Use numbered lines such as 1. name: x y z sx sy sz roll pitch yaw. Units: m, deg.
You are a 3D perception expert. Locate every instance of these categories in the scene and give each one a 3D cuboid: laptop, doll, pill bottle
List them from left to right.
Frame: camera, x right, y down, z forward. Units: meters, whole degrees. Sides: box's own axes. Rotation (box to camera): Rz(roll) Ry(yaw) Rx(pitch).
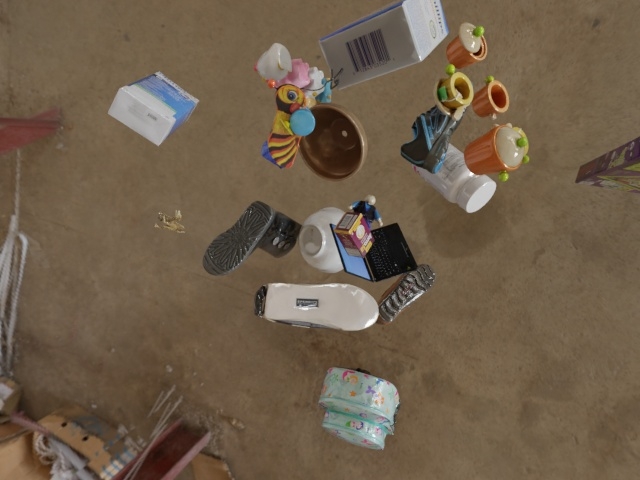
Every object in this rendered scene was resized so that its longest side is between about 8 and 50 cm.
1. doll: 0.148 -0.078 1.336 0.129 0.189 0.046 23 142 -4
2. laptop: 0.194 0.020 1.493 0.264 0.137 0.234 -17 52 1
3. pill bottle: 0.482 -0.238 1.473 0.160 0.160 0.283 -54 53 23

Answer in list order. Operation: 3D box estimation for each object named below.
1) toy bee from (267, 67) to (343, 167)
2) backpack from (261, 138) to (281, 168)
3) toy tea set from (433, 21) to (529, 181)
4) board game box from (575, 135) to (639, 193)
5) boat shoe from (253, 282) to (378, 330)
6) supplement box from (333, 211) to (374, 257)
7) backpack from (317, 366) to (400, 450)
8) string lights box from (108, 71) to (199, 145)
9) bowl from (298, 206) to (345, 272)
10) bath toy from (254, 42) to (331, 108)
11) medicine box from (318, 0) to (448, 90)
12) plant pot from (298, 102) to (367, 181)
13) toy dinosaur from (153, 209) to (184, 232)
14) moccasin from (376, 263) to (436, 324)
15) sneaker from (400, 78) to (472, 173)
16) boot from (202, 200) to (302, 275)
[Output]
1. toy bee: -0.089 -0.365 1.124 0.162 0.195 0.298 25 91 -18
2. backpack: -0.185 -0.389 1.733 0.120 0.098 0.101 24 142 -25
3. toy tea set: 0.359 -0.292 0.850 0.336 0.200 0.124 59 150 -10
4. board game box: 0.652 -0.130 0.768 0.208 0.347 0.056 18 96 16
5. boat shoe: -0.023 0.176 1.112 0.340 0.158 0.127 12 77 -18
6. supplement box: 0.071 -0.011 0.848 0.043 0.055 0.083 9 145 40
7. backpack: 0.105 0.463 1.136 0.225 0.191 0.254 10 142 17
8. string lights box: -0.422 -0.352 1.058 0.133 0.260 0.077 34 114 -18
9. bowl: 0.000 0.000 1.772 0.297 0.134 0.298 1 92 40
10. bath toy: -0.095 -0.542 1.392 0.129 0.348 0.152 0 87 31
11. medicine box: 0.186 -0.579 1.154 0.263 0.289 0.149 -5 124 37
12. plant pot: 0.049 -0.309 1.236 0.237 0.110 0.237 19 131 24
13. toy dinosaur: -0.492 -0.050 1.330 0.092 0.183 0.053 19 66 -10
14. moccasin: 0.367 0.238 1.798 0.139 0.380 0.147 45 157 2
15. sneaker: 0.370 -0.382 1.274 0.139 0.125 0.341 25 75 14
16. boot: -0.272 0.017 1.772 0.367 0.445 0.146 -43 79 4
